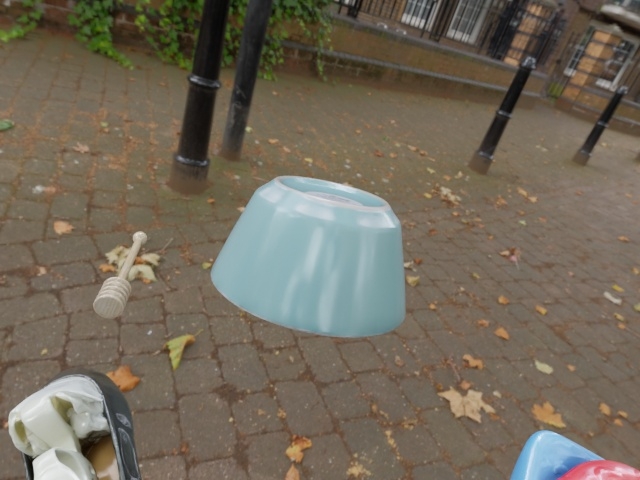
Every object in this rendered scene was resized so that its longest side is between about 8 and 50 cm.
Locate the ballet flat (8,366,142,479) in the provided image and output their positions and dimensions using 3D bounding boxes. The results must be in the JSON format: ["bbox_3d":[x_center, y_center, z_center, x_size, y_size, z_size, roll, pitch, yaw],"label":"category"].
[{"bbox_3d":[-0.210,0.185,0.394,0.095,0.096,0.280,-32,43,-22],"label":"ballet flat"}]

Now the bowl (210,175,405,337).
[{"bbox_3d":[0.000,0.000,0.700,0.312,0.163,0.311,12,15,-3],"label":"bowl"}]

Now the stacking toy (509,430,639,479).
[{"bbox_3d":[0.259,0.221,0.246,0.166,0.302,0.175,32,62,-10],"label":"stacking toy"}]

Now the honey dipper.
[{"bbox_3d":[-0.228,0.030,0.534,0.030,0.030,0.160,11,28,-14],"label":"honey dipper"}]
